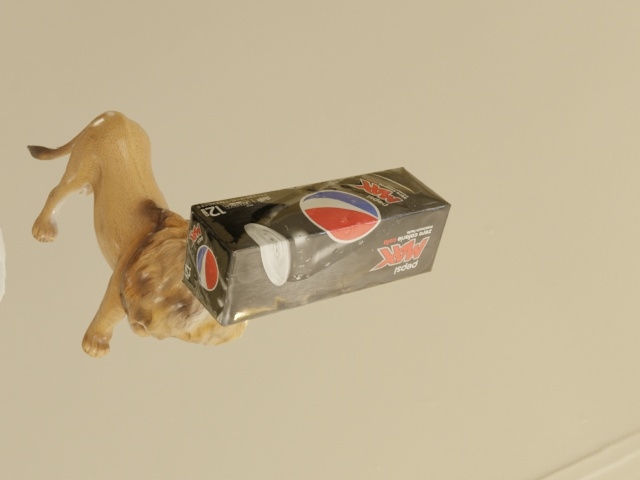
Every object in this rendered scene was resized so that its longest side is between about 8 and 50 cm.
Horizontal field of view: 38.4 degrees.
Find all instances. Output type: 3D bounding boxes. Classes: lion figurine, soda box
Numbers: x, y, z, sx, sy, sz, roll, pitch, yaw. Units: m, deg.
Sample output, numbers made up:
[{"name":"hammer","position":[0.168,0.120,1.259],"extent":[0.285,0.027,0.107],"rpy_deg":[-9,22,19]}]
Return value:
[{"name":"lion figurine","position":[-0.212,-0.028,1.040],"extent":[0.392,0.142,0.240],"rpy_deg":[55,-50,18]},{"name":"soda box","position":[0.000,0.000,0.584],"extent":[0.053,0.169,0.060],"rpy_deg":[43,-46,39]}]

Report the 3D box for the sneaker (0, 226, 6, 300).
[{"name":"sneaker","position":[-0.256,0.055,0.488],"extent":[0.090,0.115,0.232],"rpy_deg":[14,-112,24]}]
